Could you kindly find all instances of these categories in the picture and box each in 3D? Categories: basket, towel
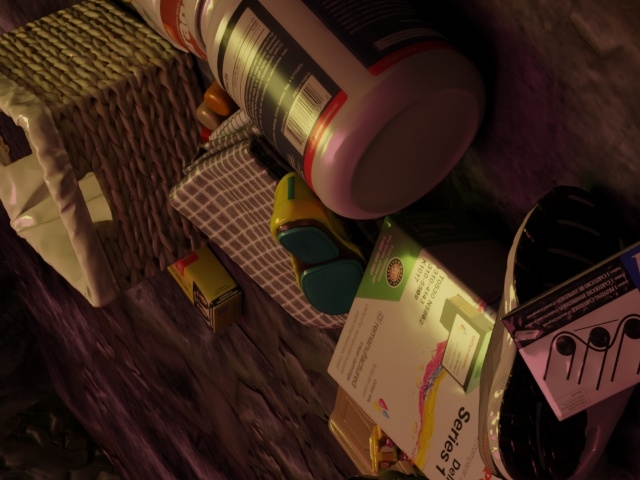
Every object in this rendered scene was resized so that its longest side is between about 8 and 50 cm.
[{"bbox_3d":[-0.324,-0.140,2.226,0.331,0.266,0.328,36,149,51],"label":"basket"},{"bbox_3d":[-0.022,-0.021,1.744,0.283,0.121,0.235,44,158,-11],"label":"towel"}]

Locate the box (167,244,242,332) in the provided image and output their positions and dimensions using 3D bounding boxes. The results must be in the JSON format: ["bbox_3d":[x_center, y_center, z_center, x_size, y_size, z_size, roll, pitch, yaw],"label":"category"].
[{"bbox_3d":[-0.211,0.033,2.486,0.232,0.058,0.087,52,159,24],"label":"box"}]

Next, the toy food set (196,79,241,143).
[{"bbox_3d":[-0.070,-0.139,1.909,0.111,0.104,0.232,14,150,46],"label":"toy food set"}]

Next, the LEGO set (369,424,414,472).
[{"bbox_3d":[0.116,0.219,1.900,0.287,0.107,0.132,88,179,-45],"label":"LEGO set"}]

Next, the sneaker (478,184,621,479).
[{"bbox_3d":[0.186,0.080,1.342,0.100,0.272,0.108,18,166,-12],"label":"sneaker"}]

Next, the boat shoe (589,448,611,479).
[{"bbox_3d":[0.220,0.225,1.661,0.267,0.096,0.088,-5,108,60],"label":"boat shoe"}]

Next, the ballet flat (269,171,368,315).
[{"bbox_3d":[0.000,0.000,1.565,0.231,0.077,0.077,60,-162,-62],"label":"ballet flat"}]

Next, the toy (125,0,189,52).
[{"bbox_3d":[-0.224,-0.330,2.025,0.137,0.056,0.237,53,171,-24],"label":"toy"}]

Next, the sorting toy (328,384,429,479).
[{"bbox_3d":[0.121,0.303,2.085,0.307,0.041,0.229,52,154,22],"label":"sorting toy"}]

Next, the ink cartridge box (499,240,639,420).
[{"bbox_3d":[0.255,0.053,1.216,0.207,0.046,0.097,-32,87,26],"label":"ink cartridge box"}]

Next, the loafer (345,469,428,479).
[{"bbox_3d":[0.085,0.343,2.039,0.084,0.096,0.267,67,159,6],"label":"loafer"}]

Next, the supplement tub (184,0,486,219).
[{"bbox_3d":[0.011,-0.170,1.481,0.272,0.191,0.191,50,157,29],"label":"supplement tub"}]

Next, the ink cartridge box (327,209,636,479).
[{"bbox_3d":[0.154,0.127,1.532,0.278,0.117,0.201,44,125,40],"label":"ink cartridge box"}]

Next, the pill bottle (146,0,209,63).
[{"bbox_3d":[-0.113,-0.263,1.760,0.216,0.121,0.121,35,148,51],"label":"pill bottle"}]
